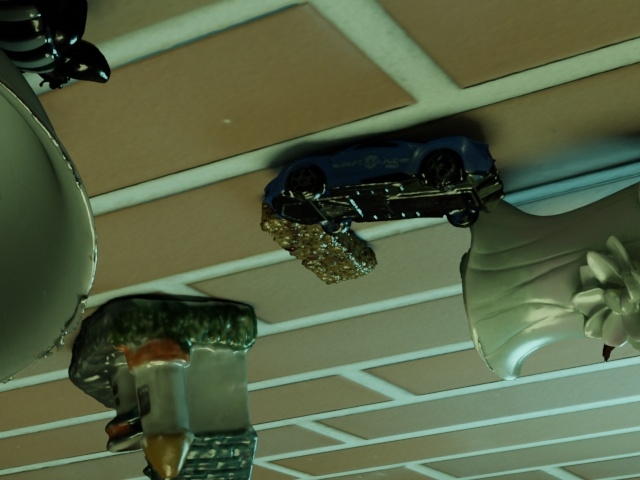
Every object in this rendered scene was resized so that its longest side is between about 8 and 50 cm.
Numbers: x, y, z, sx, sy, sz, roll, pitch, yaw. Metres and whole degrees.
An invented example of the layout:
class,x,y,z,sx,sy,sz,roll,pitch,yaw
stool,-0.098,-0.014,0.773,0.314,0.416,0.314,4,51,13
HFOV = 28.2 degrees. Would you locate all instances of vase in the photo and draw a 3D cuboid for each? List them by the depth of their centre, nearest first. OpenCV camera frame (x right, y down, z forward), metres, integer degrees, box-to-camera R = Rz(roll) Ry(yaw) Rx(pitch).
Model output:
class,x,y,z,sx,sy,sz,roll,pitch,yaw
vase,0.348,0.018,1.141,0.446,0.249,0.250,-8,158,22

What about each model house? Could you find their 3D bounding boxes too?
class,x,y,z,sx,sy,sz,roll,pitch,yaw
model house,-0.186,0.242,1.555,0.190,0.300,0.271,0,159,-27

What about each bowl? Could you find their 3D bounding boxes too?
class,x,y,z,sx,sy,sz,roll,pitch,yaw
bowl,-0.306,-0.060,0.822,0.346,0.157,0.345,1,131,1

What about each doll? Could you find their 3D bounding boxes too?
class,x,y,z,sx,sy,sz,roll,pitch,yaw
doll,-0.197,-0.166,0.812,0.091,0.067,0.219,-1,153,3

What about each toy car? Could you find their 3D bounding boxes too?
class,x,y,z,sx,sy,sz,roll,pitch,yaw
toy car,0.055,-0.052,1.133,0.216,0.063,0.103,-3,159,17

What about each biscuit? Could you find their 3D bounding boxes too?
class,x,y,z,sx,sy,sz,roll,pitch,yaw
biscuit,0.000,0.000,1.296,0.064,0.034,0.199,-9,157,18

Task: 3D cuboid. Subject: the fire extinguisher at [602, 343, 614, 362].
class,x,y,z,sx,sy,sz,roll,pitch,yaw
fire extinguisher,0.484,0.073,1.420,0.341,0.141,0.105,-11,130,19
